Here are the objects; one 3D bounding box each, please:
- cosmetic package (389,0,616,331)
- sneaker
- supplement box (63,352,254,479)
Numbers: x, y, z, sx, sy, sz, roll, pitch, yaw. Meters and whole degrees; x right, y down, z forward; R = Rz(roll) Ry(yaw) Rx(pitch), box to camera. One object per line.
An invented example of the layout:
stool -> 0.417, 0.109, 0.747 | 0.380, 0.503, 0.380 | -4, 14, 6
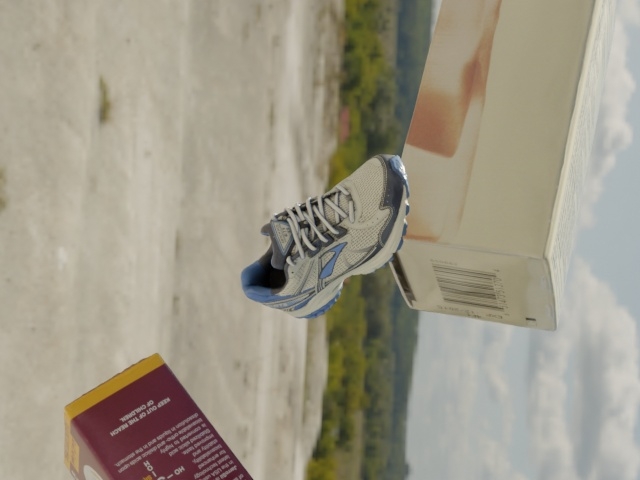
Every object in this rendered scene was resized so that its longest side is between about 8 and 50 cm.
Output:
cosmetic package -> 0.151, -0.095, 0.980 | 0.153, 0.129, 0.296 | 63, 39, -60
sneaker -> 0.000, 0.000, 0.682 | 0.135, 0.058, 0.052 | -50, -137, 39
supplement box -> -0.096, 0.188, 0.848 | 0.188, 0.080, 0.104 | 50, -28, 19
